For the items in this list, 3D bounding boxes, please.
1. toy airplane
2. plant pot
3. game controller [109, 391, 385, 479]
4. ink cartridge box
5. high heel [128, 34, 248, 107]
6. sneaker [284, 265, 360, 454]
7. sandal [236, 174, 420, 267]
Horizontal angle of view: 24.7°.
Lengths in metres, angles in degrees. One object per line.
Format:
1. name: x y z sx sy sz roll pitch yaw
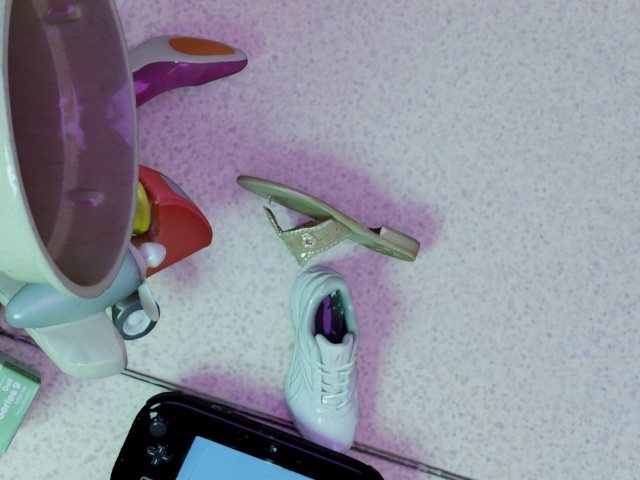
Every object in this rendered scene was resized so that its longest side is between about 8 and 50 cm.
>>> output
1. toy airplane: -0.325 -0.029 1.541 0.386 0.384 0.272 23 118 2
2. plant pot: -0.360 -0.105 1.308 0.306 0.334 0.333 -4 90 10
3. game controller: -0.084 0.294 1.730 0.319 0.067 0.166 22 102 -9
4. ink cartridge box: -0.426 0.145 1.637 0.212 0.154 0.093 28 85 -9
5. high heel: -0.206 -0.174 1.737 0.244 0.082 0.117 -9 123 -24
6. sneaker: 0.006 0.148 1.738 0.090 0.115 0.232 -5 90 -11
7. sandal: 0.002 -0.001 1.753 0.240 0.088 0.079 21 80 -15
